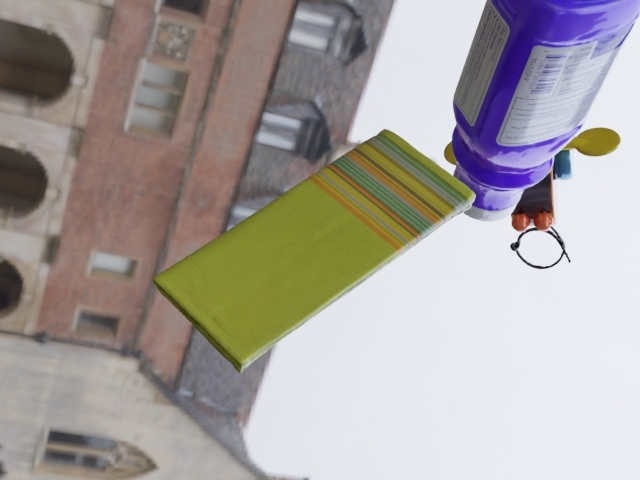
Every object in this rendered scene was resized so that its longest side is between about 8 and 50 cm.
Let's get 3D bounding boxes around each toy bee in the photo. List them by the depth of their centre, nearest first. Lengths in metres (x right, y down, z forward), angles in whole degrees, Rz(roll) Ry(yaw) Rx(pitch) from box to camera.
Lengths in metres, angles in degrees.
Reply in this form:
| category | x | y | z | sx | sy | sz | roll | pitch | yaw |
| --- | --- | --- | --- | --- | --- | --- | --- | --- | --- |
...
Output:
| category | x | y | z | sx | sy | sz | roll | pitch | yaw |
| --- | --- | --- | --- | --- | --- | --- | --- | --- | --- |
| toy bee | 0.265 | -0.083 | 1.298 | 0.195 | 0.298 | 0.162 | -25 | -165 | 22 |

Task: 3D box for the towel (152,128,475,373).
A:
| category | x | y | z | sx | sy | sz | roll | pitch | yaw |
| --- | --- | --- | --- | --- | --- | --- | --- | --- | --- |
| towel | 0.000 | 0.000 | 0.804 | 0.102 | 0.237 | 0.021 | 40 | -31 | 28 |

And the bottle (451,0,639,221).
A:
| category | x | y | z | sx | sy | sz | roll | pitch | yaw |
| --- | --- | --- | --- | --- | --- | --- | --- | --- | --- |
| bottle | 0.172 | -0.123 | 0.909 | 0.092 | 0.118 | 0.283 | 61 | -22 | 27 |
